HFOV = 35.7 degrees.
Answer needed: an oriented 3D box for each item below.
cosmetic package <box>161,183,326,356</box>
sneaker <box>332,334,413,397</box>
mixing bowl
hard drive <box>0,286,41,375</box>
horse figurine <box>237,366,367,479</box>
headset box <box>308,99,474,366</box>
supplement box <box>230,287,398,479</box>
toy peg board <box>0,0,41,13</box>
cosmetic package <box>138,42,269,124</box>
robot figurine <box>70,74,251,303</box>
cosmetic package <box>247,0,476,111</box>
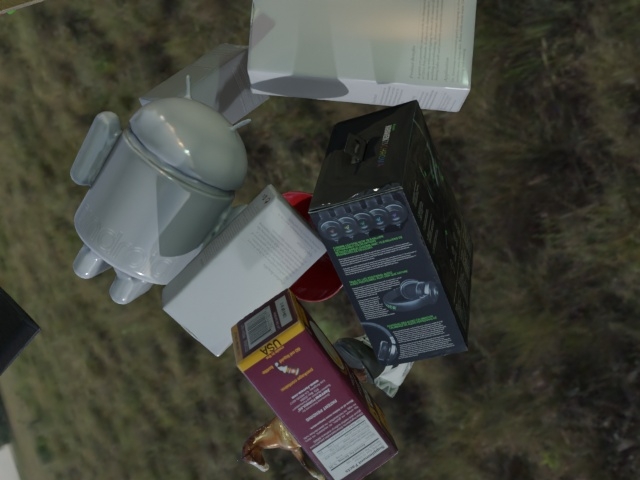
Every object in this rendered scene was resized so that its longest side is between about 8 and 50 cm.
[{"bbox_3d":[-0.112,0.043,1.446,0.117,0.231,0.085,46,-176,-19],"label":"cosmetic package"},{"bbox_3d":[0.128,0.236,2.161,0.122,0.146,0.330,39,178,24],"label":"sneaker"},{"bbox_3d":[0.000,0.000,1.606,0.181,0.098,0.181,11,109,34],"label":"mixing bowl"},{"bbox_3d":[-0.424,0.060,0.984,0.254,0.172,0.054,39,148,-4],"label":"hard drive"},{"bbox_3d":[-0.018,0.328,1.843,0.174,0.263,0.066,30,180,-8],"label":"horse figurine"},{"bbox_3d":[0.104,-0.020,1.350,0.246,0.131,0.283,-75,-34,-54],"label":"headset box"},{"bbox_3d":[-0.007,0.158,1.053,0.188,0.081,0.104,54,-176,-19],"label":"supplement box"},{"bbox_3d":[-0.581,-0.449,1.702,0.079,0.160,0.161,-32,97,35],"label":"toy peg board"},{"bbox_3d":[-0.228,-0.283,1.973,0.107,0.238,0.127,19,136,46],"label":"cosmetic package"},{"bbox_3d":[-0.245,-0.073,1.541,0.300,0.353,0.200,33,-166,0],"label":"robot figurine"},{"bbox_3d":[0.068,-0.338,1.660,0.155,0.365,0.197,85,-168,-83],"label":"cosmetic package"}]
